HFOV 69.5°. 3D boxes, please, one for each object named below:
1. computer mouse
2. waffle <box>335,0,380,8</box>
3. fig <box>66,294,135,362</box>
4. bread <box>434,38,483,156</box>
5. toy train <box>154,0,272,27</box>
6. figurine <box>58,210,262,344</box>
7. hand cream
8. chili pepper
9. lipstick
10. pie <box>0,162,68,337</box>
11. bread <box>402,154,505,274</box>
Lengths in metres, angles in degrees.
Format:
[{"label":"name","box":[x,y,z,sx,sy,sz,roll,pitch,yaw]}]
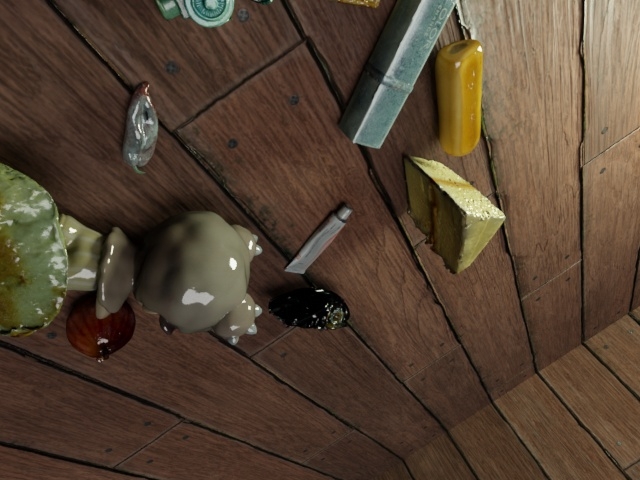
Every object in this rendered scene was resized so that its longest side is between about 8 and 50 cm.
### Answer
[{"label":"computer mouse","box":[-0.020,0.159,1.118,0.242,0.147,0.077,2,100,-42]},{"label":"waffle","box":[0.057,-0.428,0.675,0.103,0.042,0.148,-7,132,-26]},{"label":"fig","box":[-0.417,0.168,0.897,0.128,0.150,0.128,-17,111,-52]},{"label":"bread","box":[0.271,-0.275,0.915,0.093,0.074,0.239,-39,141,-16]},{"label":"toy train","box":[-0.134,-0.368,0.580,0.198,0.107,0.154,-29,130,-3]},{"label":"figurine","box":[-0.287,0.044,0.809,0.381,0.248,0.203,9,140,-19]},{"label":"hand cream","box":[0.001,0.001,1.051,0.052,0.038,0.216,32,117,-19]},{"label":"chili pepper","box":[-0.282,-0.169,0.723,0.050,0.041,0.153,-46,164,-58]},{"label":"lipstick","box":[0.130,-0.306,0.804,0.078,0.076,0.289,7,125,-33]},{"label":"pie","box":[-0.473,0.016,0.667,0.274,0.257,0.105,-69,171,25]},{"label":"bread","box":[0.243,-0.049,0.985,0.135,0.240,0.178,3,127,-32]}]
